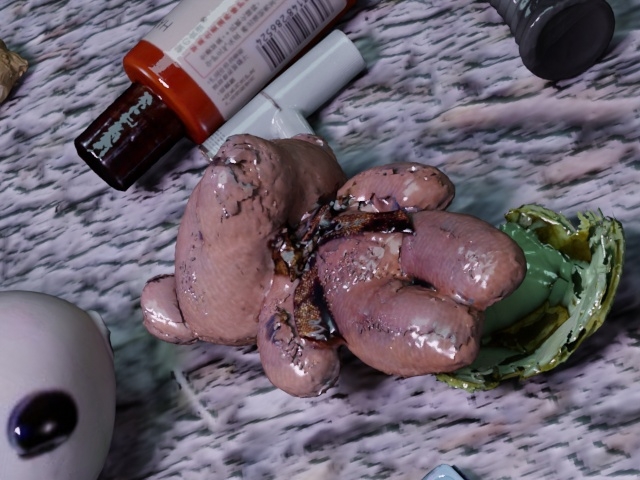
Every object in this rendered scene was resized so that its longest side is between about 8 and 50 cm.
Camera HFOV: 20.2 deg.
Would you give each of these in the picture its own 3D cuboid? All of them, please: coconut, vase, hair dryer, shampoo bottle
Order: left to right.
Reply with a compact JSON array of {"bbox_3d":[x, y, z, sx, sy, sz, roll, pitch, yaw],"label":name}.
[{"bbox_3d":[-0.090,-0.154,1.508,0.278,0.104,0.104,-45,43,-10],"label":"shampoo bottle"},{"bbox_3d":[0.007,-0.075,1.428,0.155,0.044,0.183,-43,47,-6],"label":"hair dryer"},{"bbox_3d":[0.143,-0.222,1.424,0.115,0.115,0.237,-33,47,3],"label":"vase"},{"bbox_3d":[0.147,0.036,1.211,0.158,0.055,0.133,-31,32,25],"label":"coconut"}]

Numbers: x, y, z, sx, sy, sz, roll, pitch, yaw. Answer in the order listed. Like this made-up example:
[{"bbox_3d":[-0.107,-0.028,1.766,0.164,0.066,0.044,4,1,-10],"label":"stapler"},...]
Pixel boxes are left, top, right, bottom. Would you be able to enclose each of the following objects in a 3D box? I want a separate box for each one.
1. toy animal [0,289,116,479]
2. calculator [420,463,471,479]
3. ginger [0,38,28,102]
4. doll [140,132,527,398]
[{"bbox_3d":[-0.281,0.127,1.307,0.266,0.212,0.212,14,57,8],"label":"toy animal"},{"bbox_3d":[0.036,0.214,1.154,0.172,0.018,0.057,-43,41,-8],"label":"calculator"},{"bbox_3d":[-0.350,-0.131,1.684,0.096,0.067,0.165,23,65,19],"label":"ginger"},{"bbox_3d":[0.000,0.000,1.245,0.303,0.156,0.201,11,59,51],"label":"doll"}]
